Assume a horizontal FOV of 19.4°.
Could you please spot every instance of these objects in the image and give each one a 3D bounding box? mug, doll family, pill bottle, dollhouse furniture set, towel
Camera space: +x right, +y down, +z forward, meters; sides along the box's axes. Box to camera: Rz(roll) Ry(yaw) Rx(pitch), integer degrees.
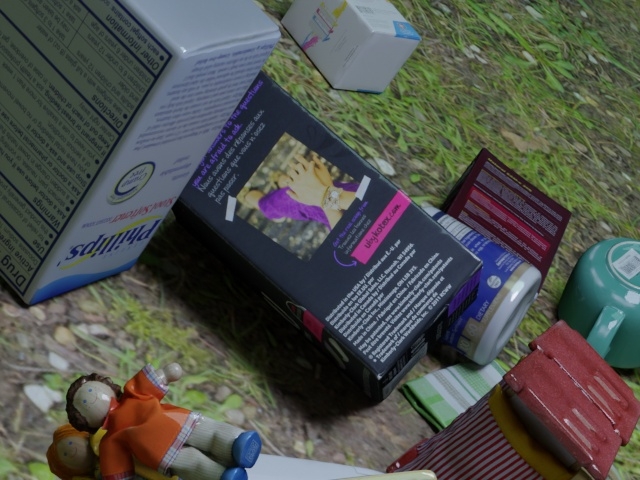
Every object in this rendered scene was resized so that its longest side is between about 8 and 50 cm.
[{"bbox_3d":[0.335,0.069,2.043,0.129,0.097,0.158,6,44,-12],"label":"mug"},{"bbox_3d":[-0.145,0.211,1.267,0.163,0.263,0.118,19,-15,19],"label":"doll family"},{"bbox_3d":[0.114,0.032,1.868,0.186,0.112,0.112,31,27,14],"label":"pill bottle"},{"bbox_3d":[0.242,0.272,1.582,0.374,0.201,0.152,46,29,5],"label":"dollhouse furniture set"},{"bbox_3d":[0.154,0.167,1.819,0.113,0.023,0.152,47,32,24],"label":"towel"}]

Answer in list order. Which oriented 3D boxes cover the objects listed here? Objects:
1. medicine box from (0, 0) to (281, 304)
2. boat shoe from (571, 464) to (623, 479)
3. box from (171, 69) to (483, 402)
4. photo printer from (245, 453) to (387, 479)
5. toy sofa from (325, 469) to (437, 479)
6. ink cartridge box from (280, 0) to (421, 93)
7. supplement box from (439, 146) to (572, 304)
[{"bbox_3d":[-0.224,-0.144,1.579,0.263,0.289,0.149,45,32,16],"label":"medicine box"},{"bbox_3d":[0.252,0.252,1.700,0.190,0.068,0.072,47,31,-24],"label":"boat shoe"},{"bbox_3d":[0.000,0.000,1.702,0.270,0.143,0.165,42,-9,11],"label":"box"},{"bbox_3d":[-0.001,0.299,1.351,0.256,0.107,0.307,12,37,-37],"label":"photo printer"},{"bbox_3d":[0.002,0.326,1.130,0.150,0.177,0.362,-5,78,-16],"label":"toy sofa"},{"bbox_3d":[0.031,-0.258,2.244,0.092,0.090,0.143,2,43,-47],"label":"ink cartridge box"},{"bbox_3d":[0.186,0.000,2.046,0.130,0.073,0.239,37,29,0],"label":"supplement box"}]
